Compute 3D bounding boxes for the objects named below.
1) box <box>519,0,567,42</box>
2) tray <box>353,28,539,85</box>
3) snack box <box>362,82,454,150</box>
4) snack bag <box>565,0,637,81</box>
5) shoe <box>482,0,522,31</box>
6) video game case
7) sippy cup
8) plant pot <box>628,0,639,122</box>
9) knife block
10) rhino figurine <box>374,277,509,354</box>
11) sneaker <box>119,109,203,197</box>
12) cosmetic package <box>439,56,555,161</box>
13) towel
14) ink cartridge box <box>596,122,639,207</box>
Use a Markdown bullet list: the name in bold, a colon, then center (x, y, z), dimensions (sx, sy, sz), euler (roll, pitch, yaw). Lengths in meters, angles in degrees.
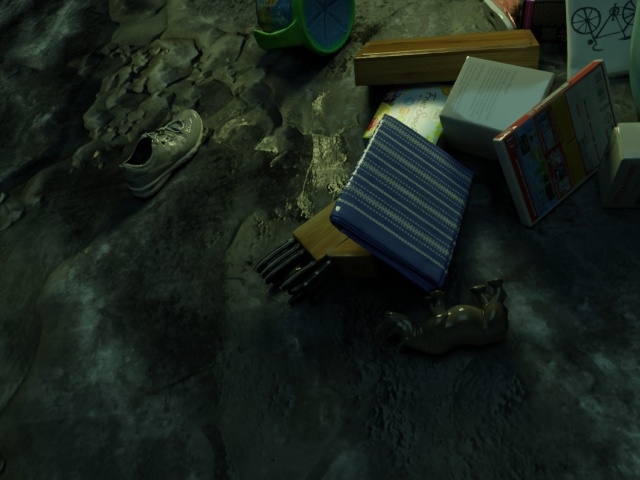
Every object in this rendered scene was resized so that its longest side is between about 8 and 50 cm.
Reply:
- **box**: center (0.582, -0.548, 1.261), dimensions (0.162, 0.116, 0.029), euler (10, 58, 20)
- **tray**: center (0.301, -0.450, 1.244), dimensions (0.410, 0.076, 0.203), euler (1, 31, 15)
- **snack box**: center (0.220, -0.280, 1.196), dimensions (0.174, 0.070, 0.207), euler (15, 62, 25)
- **snack bag**: center (0.722, -0.546, 1.150), dimensions (0.322, 0.343, 0.037), euler (-6, 11, 10)
- **shoe**: center (0.501, -0.600, 1.349), dimensions (0.081, 0.063, 0.178), euler (-19, 49, 7)
- **video game case**: center (0.473, -0.188, 0.995), dimensions (0.285, 0.204, 0.025), euler (-37, 28, -13)
- **sippy cup**: center (-0.058, -0.659, 1.449), dimensions (0.224, 0.240, 0.305), euler (20, 24, 37)
- **plant pot**: center (0.730, -0.328, 0.979), dimensions (0.247, 0.247, 0.252), euler (17, 89, 38)
- **knife block**: center (0.000, 0.000, 1.048), dimensions (0.242, 0.088, 0.276), euler (1, 57, 14)
- **rhino figurine**: center (0.213, 0.145, 0.901), dimensions (0.243, 0.073, 0.106), euler (-13, 72, 7)
- **sneaker**: center (-0.400, -0.243, 1.301), dimensions (0.105, 0.115, 0.281), euler (15, 61, 23)
- **cosmetic package**: center (0.375, -0.269, 1.077), dimensions (0.183, 0.151, 0.151), euler (24, 84, 27)
- **towel**: center (0.170, -0.085, 0.991), dimensions (0.243, 0.040, 0.336), euler (33, 52, -7)
- **ink cartridge box**: center (0.644, -0.136, 0.936), dimensions (0.212, 0.154, 0.093), euler (3, 59, 15)
